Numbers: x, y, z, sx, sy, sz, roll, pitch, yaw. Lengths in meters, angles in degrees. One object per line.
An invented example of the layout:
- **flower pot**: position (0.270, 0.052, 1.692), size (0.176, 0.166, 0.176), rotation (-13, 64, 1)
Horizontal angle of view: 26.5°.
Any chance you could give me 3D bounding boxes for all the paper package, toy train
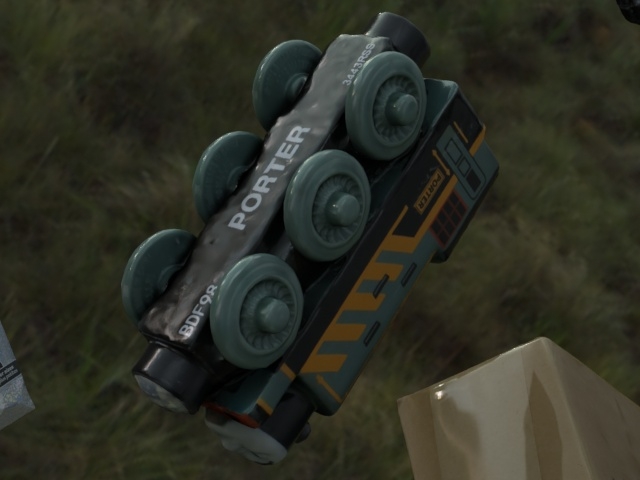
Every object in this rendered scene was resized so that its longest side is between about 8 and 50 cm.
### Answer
- **paper package**: position (0.236, 0.291, 1.217), size (0.309, 0.168, 0.325), rotation (35, 33, -45)
- **toy train**: position (0.000, 0.000, 0.978), size (0.142, 0.334, 0.190), rotation (13, -27, 44)

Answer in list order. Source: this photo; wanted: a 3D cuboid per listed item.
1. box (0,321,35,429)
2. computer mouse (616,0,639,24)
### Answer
- **box**: position (-0.492, 0.189, 1.587), size (0.247, 0.163, 0.142), rotation (-33, 112, -40)
- **computer mouse**: position (0.193, -0.079, 0.696), size (0.071, 0.041, 0.242), rotation (-39, 120, -40)
